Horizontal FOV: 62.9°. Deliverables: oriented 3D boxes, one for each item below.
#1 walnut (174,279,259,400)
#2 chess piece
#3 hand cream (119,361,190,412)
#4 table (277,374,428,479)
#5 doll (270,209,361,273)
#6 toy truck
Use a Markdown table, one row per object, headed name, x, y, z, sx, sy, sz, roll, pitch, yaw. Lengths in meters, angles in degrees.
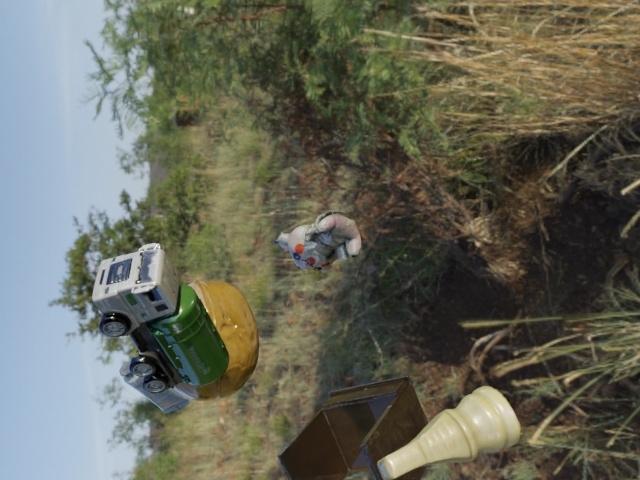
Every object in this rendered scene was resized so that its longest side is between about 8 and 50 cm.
| name | x | y | z | sx | sy | sz | roll | pitch | yaw |
| --- | --- | --- | --- | --- | --- | --- | --- | --- | --- |
| walnut | -0.215 | 0.186 | 0.983 | 0.226 | 0.193 | 0.193 | 69 | 160 | 11 |
| chess piece | 0.170 | 0.279 | 0.727 | 0.090 | 0.200 | 0.090 | 163 | 90 | -72 |
| hand cream | -0.488 | 0.434 | 1.527 | 0.271 | 0.091 | 0.058 | 60 | -175 | -45 |
| table | 0.094 | 0.488 | 1.231 | 0.250 | 0.282 | 0.197 | -21 | 94 | 32 |
| doll | 0.000 | 0.000 | 1.146 | 0.192 | 0.149 | 0.095 | -34 | 35 | 42 |
| toy truck | -0.224 | 0.125 | 0.763 | 0.101 | 0.124 | 0.243 | -103 | -4 | -50 |
